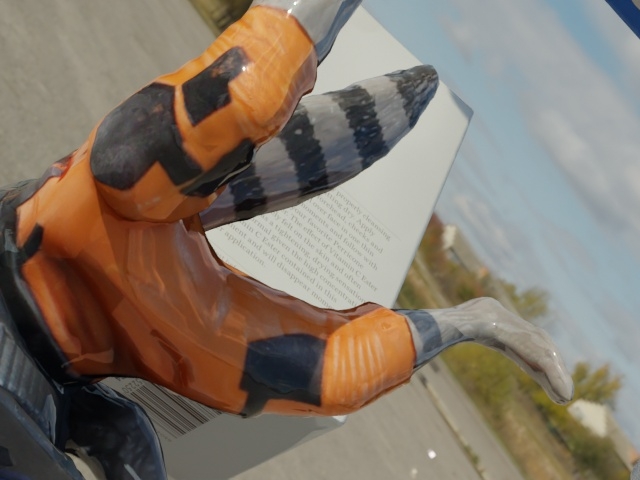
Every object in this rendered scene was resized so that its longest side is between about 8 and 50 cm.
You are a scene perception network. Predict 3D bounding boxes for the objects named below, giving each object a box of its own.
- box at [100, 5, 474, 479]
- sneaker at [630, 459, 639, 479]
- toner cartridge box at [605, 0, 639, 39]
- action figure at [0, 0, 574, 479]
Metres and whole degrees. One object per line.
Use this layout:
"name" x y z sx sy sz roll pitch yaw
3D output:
"box" -0.047 -0.004 0.859 0.168 0.215 0.345 41 46 -14
"sneaker" 0.256 0.285 0.746 0.101 0.153 0.268 -9 65 -40
"toner cartridge box" 0.212 -0.223 0.539 0.165 0.348 0.075 50 -41 8
"action figure" -0.077 0.053 0.434 0.178 0.330 0.341 -111 -177 -49
